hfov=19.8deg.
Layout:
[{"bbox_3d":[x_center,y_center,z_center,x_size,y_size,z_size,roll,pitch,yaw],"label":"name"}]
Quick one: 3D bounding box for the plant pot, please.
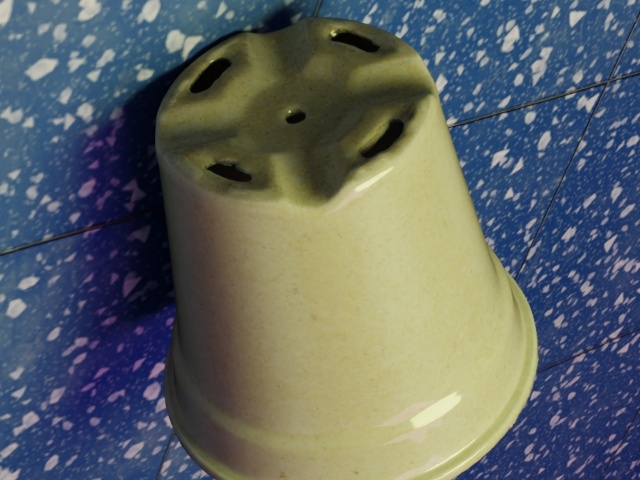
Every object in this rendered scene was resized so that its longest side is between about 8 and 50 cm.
[{"bbox_3d":[0.000,0.000,1.509,0.334,0.334,0.305,-34,138,-20],"label":"plant pot"}]
